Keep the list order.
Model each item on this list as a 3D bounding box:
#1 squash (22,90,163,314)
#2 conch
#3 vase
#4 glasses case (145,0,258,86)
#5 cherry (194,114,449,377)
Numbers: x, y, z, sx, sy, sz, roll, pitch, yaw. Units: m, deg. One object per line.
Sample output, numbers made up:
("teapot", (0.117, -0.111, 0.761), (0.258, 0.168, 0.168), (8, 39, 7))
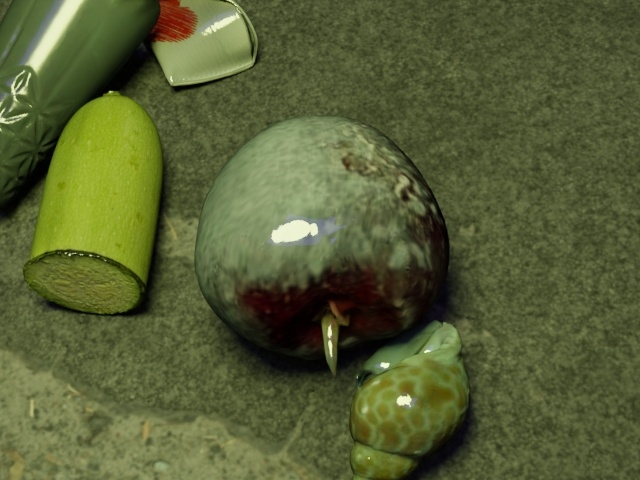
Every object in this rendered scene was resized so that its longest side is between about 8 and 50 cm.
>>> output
("squash", (-0.238, -0.055, 1.105), (0.132, 0.132, 0.247), (2, 60, 6))
("conch", (0.090, 0.158, 0.977), (0.116, 0.106, 0.173), (-5, 39, 27))
("vase", (-0.338, -0.188, 1.173), (0.251, 0.156, 0.301), (14, 71, 54))
("glasses case", (-0.204, -0.328, 1.279), (0.128, 0.083, 0.308), (-31, 63, -13))
("cherry", (0.000, 0.000, 1.008), (0.255, 0.218, 0.296), (-11, 47, 2))
